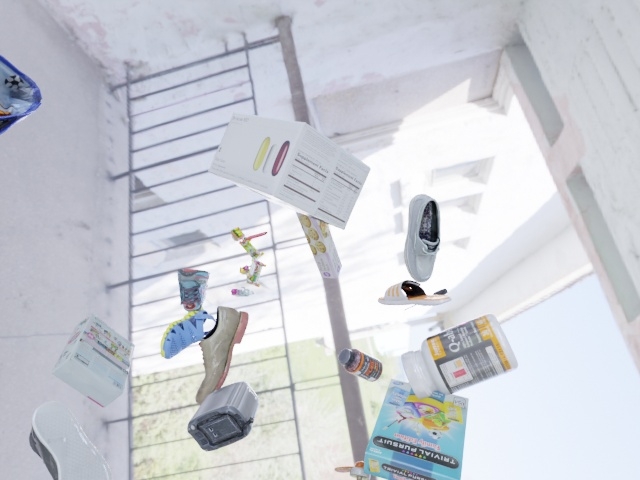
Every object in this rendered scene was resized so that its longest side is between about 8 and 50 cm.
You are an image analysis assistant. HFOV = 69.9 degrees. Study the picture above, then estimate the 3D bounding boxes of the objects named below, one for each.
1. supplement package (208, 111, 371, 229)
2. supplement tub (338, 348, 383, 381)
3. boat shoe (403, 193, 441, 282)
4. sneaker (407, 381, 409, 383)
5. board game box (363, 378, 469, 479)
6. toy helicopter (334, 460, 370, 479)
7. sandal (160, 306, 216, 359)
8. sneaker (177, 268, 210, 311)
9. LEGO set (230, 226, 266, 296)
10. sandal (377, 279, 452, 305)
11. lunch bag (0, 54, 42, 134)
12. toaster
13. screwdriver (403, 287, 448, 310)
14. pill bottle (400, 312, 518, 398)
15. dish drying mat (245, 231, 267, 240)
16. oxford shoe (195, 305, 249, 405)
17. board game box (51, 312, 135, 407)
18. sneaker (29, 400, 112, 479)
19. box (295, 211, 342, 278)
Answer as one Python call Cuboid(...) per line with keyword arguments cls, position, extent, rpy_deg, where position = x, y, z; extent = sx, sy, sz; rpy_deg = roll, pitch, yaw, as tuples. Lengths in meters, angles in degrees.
Cuboid(cls="supplement package", position=(-0.070, -0.150, 0.961), extent=(0.204, 0.261, 0.145), rpy_deg=(24, 89, -43))
Cuboid(cls="supplement tub", position=(0.169, 0.530, 1.965), extent=(0.197, 0.106, 0.106), rpy_deg=(32, 34, -31))
Cuboid(cls="boat shoe", position=(0.256, 0.000, 1.131), extent=(0.081, 0.079, 0.228), rpy_deg=(-140, -134, -73))
Cuboid(cls="sneaker", position=(0.320, 0.679, 1.745), extent=(0.110, 0.118, 0.292), rpy_deg=(92, 3, -46))
Cuboid(cls="board game box", position=(0.294, 0.567, 1.354), extent=(0.336, 0.253, 0.079), rpy_deg=(-44, 139, -62))
Cuboid(cls="toy helicopter", position=(0.176, 0.735, 1.323), extent=(0.235, 0.354, 0.140), rpy_deg=(-111, -177, -45))
Cuboid(cls="sandal", position=(-0.547, 0.387, 1.933), extent=(0.317, 0.138, 0.126), rpy_deg=(-49, 152, -55))
Cuboid(cls="sneaker", position=(-0.425, 0.176, 1.550), extent=(0.262, 0.104, 0.125), rpy_deg=(105, -15, -67))
Cuboid(cls="LEGO set", position=(-0.281, 0.065, 1.723), extent=(0.107, 0.132, 0.287), rpy_deg=(66, 17, -70))
Cuboid(cls="sandal", position=(0.287, 0.157, 1.410), extent=(0.101, 0.265, 0.076), rpy_deg=(-6, 88, -39))
Cuboid(cls="lunch bag", position=(-0.901, -0.324, 1.034), extent=(0.385, 0.327, 0.239), rpy_deg=(-31, 112, -76))
Cuboid(cls="toaster", position=(-0.282, 0.525, 1.393), extent=(0.129, 0.227, 0.146), rpy_deg=(56, 19, -14))
Cuboid(cls="screwdriver", position=(0.362, 0.205, 1.589), extent=(0.024, 0.169, 0.025), rpy_deg=(38, 36, -41))
Cuboid(cls="pill bottle", position=(0.373, 0.321, 1.248), extent=(0.162, 0.278, 0.162), rpy_deg=(59, 13, -23))
Cuboid(cls="dish drying mat", position=(-0.235, -0.017, 1.674), extent=(0.032, 0.083, 0.008), rpy_deg=(-61, 134, -61))
Cuboid(cls="oxford shoe", position=(-0.370, 0.392, 1.577), extent=(0.123, 0.130, 0.348), rpy_deg=(-9, -122, 65))
Cuboid(cls="board game box", position=(-0.821, 0.433, 1.690), extent=(0.224, 0.097, 0.303), rpy_deg=(49, 5, -24))
Cuboid(cls="sneaker", position=(-0.571, 0.514, 1.054), extent=(0.104, 0.147, 0.296), rpy_deg=(-26, 82, -41))
Cuboid(cls="box", position=(0.000, 0.000, 1.506), extent=(0.324, 0.067, 0.063), rpy_deg=(71, 32, -43))
